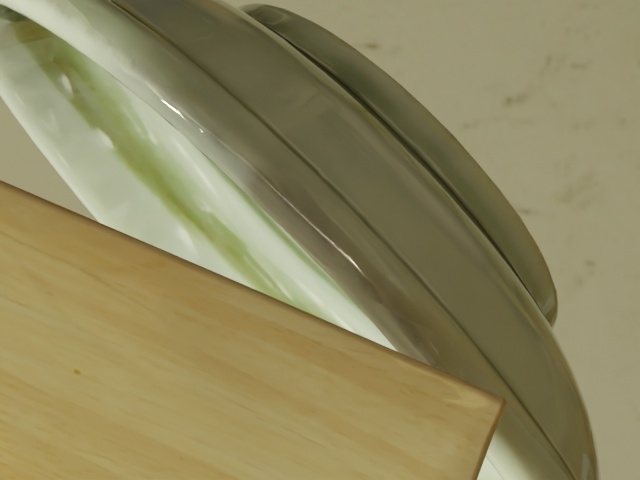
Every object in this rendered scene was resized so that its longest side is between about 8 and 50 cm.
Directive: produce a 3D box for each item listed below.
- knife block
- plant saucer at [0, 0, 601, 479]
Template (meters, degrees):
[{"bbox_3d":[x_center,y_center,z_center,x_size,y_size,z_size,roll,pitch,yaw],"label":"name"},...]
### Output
[{"bbox_3d":[-0.124,0.019,0.424,0.242,0.275,0.088,35,-107,-47],"label":"knife block"},{"bbox_3d":[0.000,0.000,0.749,0.100,0.400,0.400,-45,-14,-13],"label":"plant saucer"}]
